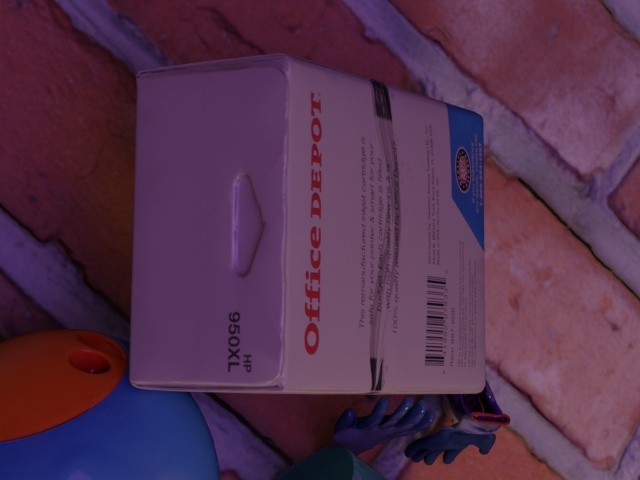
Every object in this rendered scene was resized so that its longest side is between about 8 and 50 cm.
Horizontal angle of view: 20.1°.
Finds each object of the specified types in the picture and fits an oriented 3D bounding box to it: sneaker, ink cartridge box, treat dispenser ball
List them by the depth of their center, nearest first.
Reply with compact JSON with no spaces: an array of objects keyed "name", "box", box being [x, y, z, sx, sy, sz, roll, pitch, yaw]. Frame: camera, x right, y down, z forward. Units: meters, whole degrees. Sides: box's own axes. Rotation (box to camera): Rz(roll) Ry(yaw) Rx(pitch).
[{"name":"treat dispenser ball","box":[-0.234,0.223,1.636,0.288,0.288,0.288,-1,92,-23]},{"name":"ink cartridge box","box":[0.000,0.000,1.678,0.395,0.166,0.285,9,80,-60]},{"name":"sneaker","box":[0.144,0.132,1.911,0.068,0.071,0.170,-41,105,-17]}]

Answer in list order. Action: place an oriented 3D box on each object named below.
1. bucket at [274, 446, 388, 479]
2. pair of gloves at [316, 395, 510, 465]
[{"name":"bucket","box":[0.009,0.350,1.762,0.183,0.281,0.281,44,75,-14]},{"name":"pair of gloves","box":[0.099,0.196,1.853,0.198,0.159,0.023,7,65,-23]}]
